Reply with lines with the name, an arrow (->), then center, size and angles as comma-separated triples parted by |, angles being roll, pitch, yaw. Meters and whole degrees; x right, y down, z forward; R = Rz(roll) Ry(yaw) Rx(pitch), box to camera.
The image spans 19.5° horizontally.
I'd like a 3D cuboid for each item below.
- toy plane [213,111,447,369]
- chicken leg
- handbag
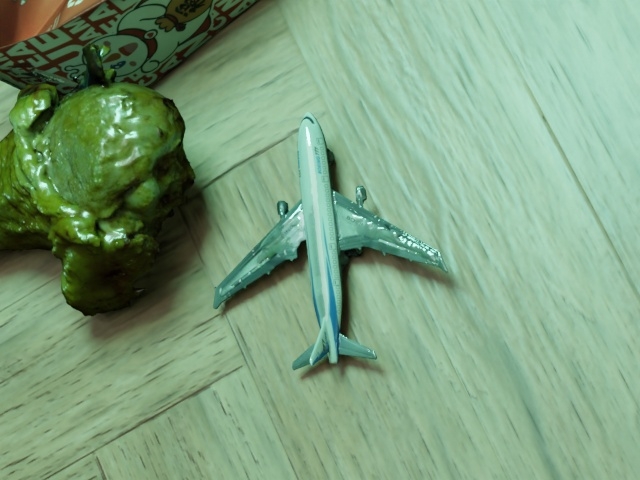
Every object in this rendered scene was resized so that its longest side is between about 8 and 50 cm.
toy plane -> 0.002, 0.002, 1.602 | 0.226, 0.058, 0.226 | -10, 71, 26
chicken leg -> -0.245, -0.022, 1.682 | 0.361, 0.140, 0.212 | -32, 80, 37
handbag -> -0.188, -0.239, 1.673 | 0.298, 0.171, 0.151 | -36, 69, 10
